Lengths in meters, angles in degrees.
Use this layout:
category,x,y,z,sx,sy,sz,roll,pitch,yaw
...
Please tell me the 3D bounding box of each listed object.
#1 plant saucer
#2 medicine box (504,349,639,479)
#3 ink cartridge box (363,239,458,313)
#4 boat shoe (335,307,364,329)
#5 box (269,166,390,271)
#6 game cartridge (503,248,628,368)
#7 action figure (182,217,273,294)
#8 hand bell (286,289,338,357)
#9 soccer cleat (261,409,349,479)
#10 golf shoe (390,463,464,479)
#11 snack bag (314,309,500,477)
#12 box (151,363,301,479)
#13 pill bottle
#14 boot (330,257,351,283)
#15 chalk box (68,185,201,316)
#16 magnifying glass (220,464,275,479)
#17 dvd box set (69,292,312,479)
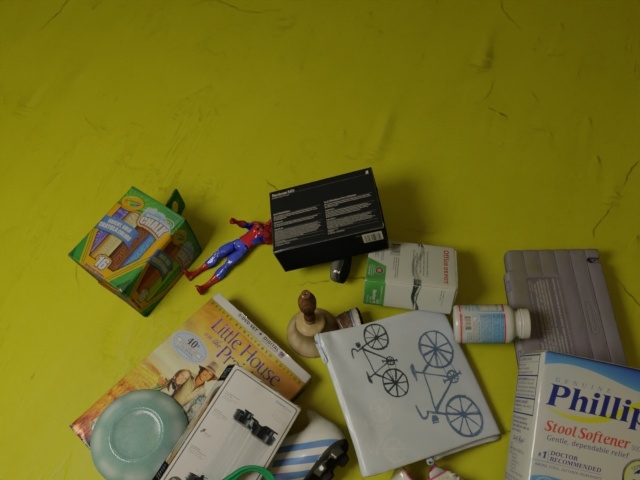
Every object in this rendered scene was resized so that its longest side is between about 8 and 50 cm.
category,x,y,z,sx,sy,sz,roll,pitch,yaw
plant saucer,-0.366,0.392,1.105,0.195,0.037,0.195,2,61,-4
medicine box,0.526,0.385,1.079,0.263,0.149,0.289,11,78,5
ink cartridge box,0.213,0.083,1.303,0.208,0.087,0.153,7,41,7
boat shoe,0.081,0.250,1.267,0.066,0.066,0.183,-19,62,10
box,0.018,-0.050,1.317,0.261,0.103,0.184,-13,57,9
game cartridge,0.558,0.188,1.271,0.230,0.068,0.355,-3,62,6
action figure,-0.213,0.006,1.370,0.280,0.139,0.091,-37,67,-18
hand bell,-0.024,0.166,1.211,0.126,0.242,0.126,-1,63,2
soccer cleat,-0.090,0.493,1.132,0.331,0.116,0.143,-38,50,-17
golf shoe,0.279,0.518,1.086,0.306,0.115,0.140,2,59,3
snack bag,0.185,0.317,1.187,0.342,0.037,0.323,-10,62,-22
box,-0.187,0.409,1.073,0.169,0.087,0.290,36,67,-8
pill bottle,0.378,0.185,1.222,0.160,0.087,0.087,-2,62,12
boot,0.000,0.000,1.399,0.161,0.083,0.246,0,56,11
chalk box,-0.423,0.005,1.354,0.179,0.180,0.289,31,70,18
magnifying glass,-0.191,0.466,0.996,0.231,0.026,0.092,1,76,-22
dvd box set,-0.268,0.354,1.192,0.307,0.062,0.420,40,64,16
